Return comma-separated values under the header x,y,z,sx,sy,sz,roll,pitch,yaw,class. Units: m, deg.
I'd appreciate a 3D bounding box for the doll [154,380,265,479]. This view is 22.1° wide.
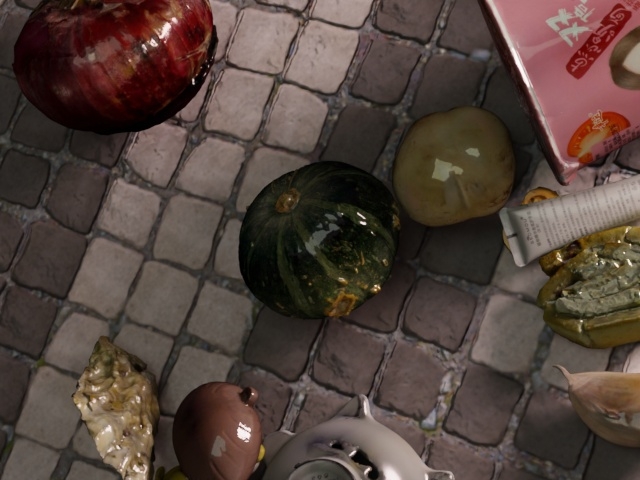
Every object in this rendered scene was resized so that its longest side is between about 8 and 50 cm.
x,y,z,sx,sy,sz,roll,pitch,yaw,class
-0.129,0.237,1.822,0.188,0.096,0.145,-43,34,35,doll

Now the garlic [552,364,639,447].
x,y,z,sx,sy,sz,roll,pitch,yaw,class
0.314,0.174,1.679,0.152,0.066,0.084,-2,46,17,garlic

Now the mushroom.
x,y,z,sx,sy,sz,roll,pitch,yaw,class
0.147,-0.081,1.789,0.148,0.112,0.148,-6,70,18,mushroom

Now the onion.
x,y,z,sx,sy,sz,roll,pitch,yaw,class
-0.238,-0.228,1.940,0.246,0.190,0.246,-14,41,12,onion

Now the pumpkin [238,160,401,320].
x,y,z,sx,sy,sz,roll,pitch,yaw,class
-0.001,0.000,1.801,0.190,0.146,0.190,-37,35,32,pumpkin

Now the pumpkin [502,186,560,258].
x,y,z,sx,sy,sz,roll,pitch,yaw,class
0.233,-0.018,1.781,0.050,0.028,0.083,35,92,12,pumpkin

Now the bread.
x,y,z,sx,sy,sz,roll,pitch,yaw,class
0.303,0.050,1.714,0.156,0.064,0.117,-20,67,13,bread

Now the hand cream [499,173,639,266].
x,y,z,sx,sy,sz,roll,pitch,yaw,class
0.292,-0.032,1.746,0.194,0.042,0.067,-18,94,9,hand cream

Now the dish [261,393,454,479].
x,y,z,sx,sy,sz,roll,pitch,yaw,class
0.017,0.272,1.748,0.236,0.086,0.228,14,80,24,dish

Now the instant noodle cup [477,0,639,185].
x,y,z,sx,sy,sz,roll,pitch,yaw,class
0.307,-0.210,1.704,0.231,0.243,0.243,-24,67,7,instant noodle cup

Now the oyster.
x,y,z,sx,sy,sz,roll,pitch,yaw,class
-0.215,0.197,1.838,0.072,0.209,0.133,-37,108,10,oyster
